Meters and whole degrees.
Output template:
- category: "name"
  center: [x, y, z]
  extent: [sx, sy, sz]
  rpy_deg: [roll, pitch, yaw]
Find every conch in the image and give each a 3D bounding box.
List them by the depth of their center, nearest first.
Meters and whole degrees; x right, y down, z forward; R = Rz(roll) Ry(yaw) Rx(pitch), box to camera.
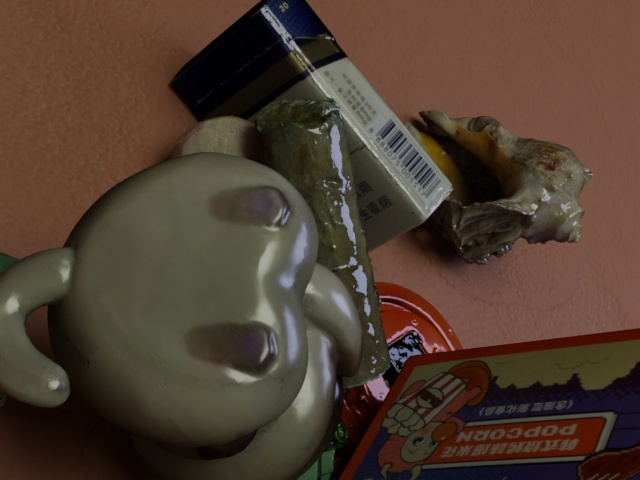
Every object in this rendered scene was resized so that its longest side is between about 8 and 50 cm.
- category: "conch"
  center: [0.179, -0.065, 1.516]
  extent: [0.245, 0.163, 0.178]
  rpy_deg: [45, 21, 28]

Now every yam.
- category: "yam"
  center: [0.000, 0.000, 1.272]
  extent: [0.093, 0.093, 0.259]
  rpy_deg: [-21, 106, -44]

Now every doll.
- category: "doll"
  center: [-0.082, 0.080, 1.079]
  extent: [0.370, 0.226, 0.215]
  rpy_deg: [52, 27, -63]

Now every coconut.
- category: "coconut"
  center: [-0.088, -0.065, 1.318]
  extent: [0.110, 0.110, 0.124]
  rpy_deg: [25, 60, -29]

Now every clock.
- category: "clock"
  center: [0.076, 0.138, 1.392]
  extent: [0.205, 0.051, 0.205]
  rpy_deg: [19, 59, -34]

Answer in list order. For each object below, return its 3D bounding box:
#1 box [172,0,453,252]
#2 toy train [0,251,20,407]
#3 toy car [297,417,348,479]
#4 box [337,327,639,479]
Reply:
- category: "box"
  center: [-0.011, -0.105, 1.360]
  extent: [0.259, 0.168, 0.071]
  rpy_deg: [52, 48, -9]
- category: "toy train"
  center: [-0.362, 0.040, 0.998]
  extent: [0.326, 0.159, 0.129]
  rpy_deg: [26, 52, -27]
- category: "toy car"
  center: [-0.006, 0.230, 1.264]
  extent: [0.054, 0.073, 0.143]
  rpy_deg: [33, 48, -47]
- category: "box"
  center: [0.231, 0.279, 1.199]
  extent: [0.318, 0.348, 0.257]
  rpy_deg: [59, 42, -26]
